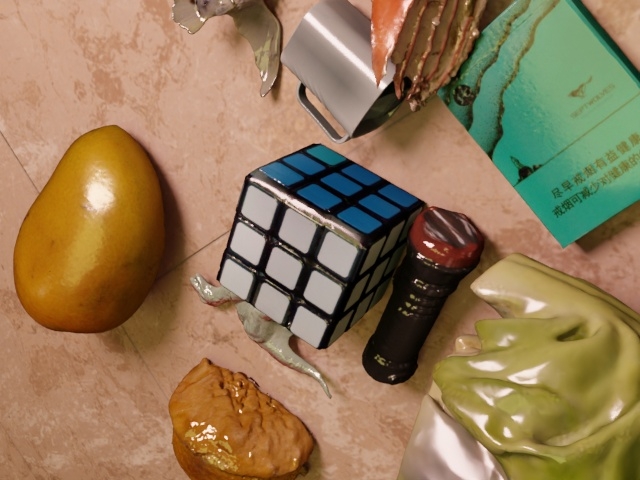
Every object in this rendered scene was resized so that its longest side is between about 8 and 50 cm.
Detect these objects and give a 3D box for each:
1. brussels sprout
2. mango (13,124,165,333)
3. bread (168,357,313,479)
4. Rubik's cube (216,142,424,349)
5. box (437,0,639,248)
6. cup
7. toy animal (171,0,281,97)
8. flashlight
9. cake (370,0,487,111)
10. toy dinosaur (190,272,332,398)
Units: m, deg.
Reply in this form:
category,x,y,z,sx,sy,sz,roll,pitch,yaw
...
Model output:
category,x,y,z,sx,sy,sz,roll,pitch,yaw
brussels sprout,0.256,0.256,0.686,0.361,0.342,0.425,20,122,16
mango,-0.325,-0.006,1.040,0.211,0.173,0.317,32,111,24
bread,-0.134,0.298,1.071,0.229,0.139,0.143,29,130,20
Rubik's cube,0.000,0.000,0.843,0.161,0.162,0.163,32,124,17
box,0.237,-0.125,0.718,0.226,0.042,0.161,51,126,3
cup,0.028,-0.177,0.796,0.129,0.095,0.128,46,128,11
toy animal,-0.086,-0.277,0.823,0.155,0.095,0.219,-13,103,39
flashlight,0.111,0.073,0.856,0.093,0.093,0.232,33,128,16
cake,0.103,-0.269,0.689,0.135,0.098,0.287,25,109,36
toy dinosaur,-0.073,0.125,1.007,0.167,0.053,0.242,-31,92,38
